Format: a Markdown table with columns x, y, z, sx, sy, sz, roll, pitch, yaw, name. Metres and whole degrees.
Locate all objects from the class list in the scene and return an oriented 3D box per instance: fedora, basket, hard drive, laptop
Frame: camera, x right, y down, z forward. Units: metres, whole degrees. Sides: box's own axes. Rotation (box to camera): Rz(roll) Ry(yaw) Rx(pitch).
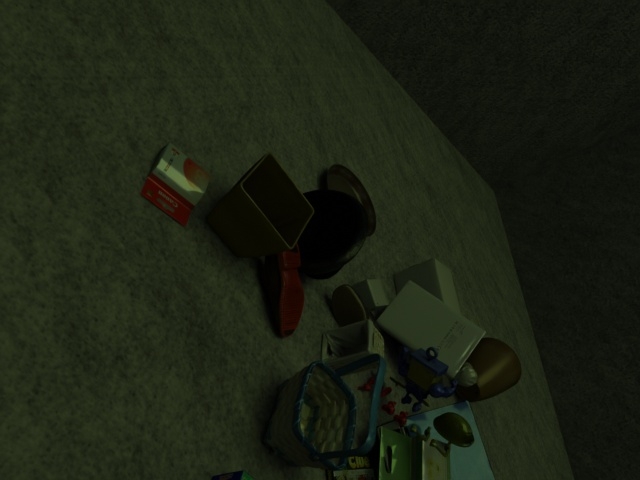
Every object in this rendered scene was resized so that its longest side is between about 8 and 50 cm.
| x | y | z | sx | sy | sz | roll | pitch | yaw | name |
| --- | --- | --- | --- | --- | --- | --- | --- | --- | --- |
| 0.000 | 0.000 | 1.649 | 0.152 | 0.334 | 0.333 | 80 | 11 | -48 | fedora |
| 0.024 | 0.406 | 1.280 | 0.201 | 0.289 | 0.254 | 45 | 38 | -19 | basket |
| 0.099 | 0.322 | 1.586 | 0.103 | 0.167 | 0.113 | 47 | 34 | -37 | basket |
| 0.383 | 0.307 | 1.874 | 0.319 | 0.040 | 0.210 | 35 | 68 | 20 | hard drive |
| 0.372 | 0.710 | 1.612 | 0.408 | 0.237 | 0.381 | 30 | 41 | -64 | laptop |

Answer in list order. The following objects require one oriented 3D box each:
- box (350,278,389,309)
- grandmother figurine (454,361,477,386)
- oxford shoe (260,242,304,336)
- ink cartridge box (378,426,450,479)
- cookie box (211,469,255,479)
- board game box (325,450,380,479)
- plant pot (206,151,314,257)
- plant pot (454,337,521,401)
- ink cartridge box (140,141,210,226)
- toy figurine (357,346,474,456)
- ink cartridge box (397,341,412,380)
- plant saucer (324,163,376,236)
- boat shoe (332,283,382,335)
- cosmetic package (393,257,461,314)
| x | y | z | sx | sy | sz | roll | pitch | yaw | name |
| --- | --- | --- | --- | --- | --- | --- | --- | --- | --- |
| 0.166 | 0.193 | 1.855 | 0.102 | 0.087 | 0.101 | 5 | 64 | -55 | box |
| 0.534 | 0.420 | 2.142 | 0.207 | 0.104 | 0.342 | 83 | -7 | -53 | grandmother figurine |
| -0.111 | 0.131 | 1.492 | 0.097 | 0.099 | 0.271 | 8 | 80 | -54 | oxford shoe |
| 0.271 | 0.638 | 1.515 | 0.235 | 0.056 | 0.171 | 30 | 49 | -28 | ink cartridge box |
| -0.190 | 0.522 | 1.067 | 0.040 | 0.092 | 0.107 | 51 | 33 | -25 | cookie box |
| 0.106 | 0.652 | 1.475 | 0.260 | 0.030 | 0.136 | 24 | 47 | -47 | board game box |
| -0.175 | -0.075 | 1.448 | 0.212 | 0.187 | 0.212 | 53 | 33 | -17 | plant pot |
| 0.673 | 0.565 | 2.234 | 0.254 | 0.237 | 0.237 | -22 | 86 | -44 | plant pot |
| -0.363 | -0.145 | 1.360 | 0.145 | 0.045 | 0.179 | 41 | 34 | -31 | ink cartridge box |
| 0.313 | 0.431 | 1.599 | 0.191 | 0.217 | 0.363 | 1 | 23 | -48 | toy figurine |
| 0.363 | 0.376 | 1.920 | 0.056 | 0.181 | 0.224 | 8 | 60 | -66 | ink cartridge box |
| 0.108 | -0.148 | 2.066 | 0.311 | 0.050 | 0.310 | 36 | 40 | -39 | plant saucer |
| 0.126 | 0.262 | 1.739 | 0.285 | 0.103 | 0.092 | 61 | 25 | -10 | boat shoe |
| 0.428 | 0.277 | 2.083 | 0.155 | 0.197 | 0.365 | 30 | 45 | -43 | cosmetic package |
